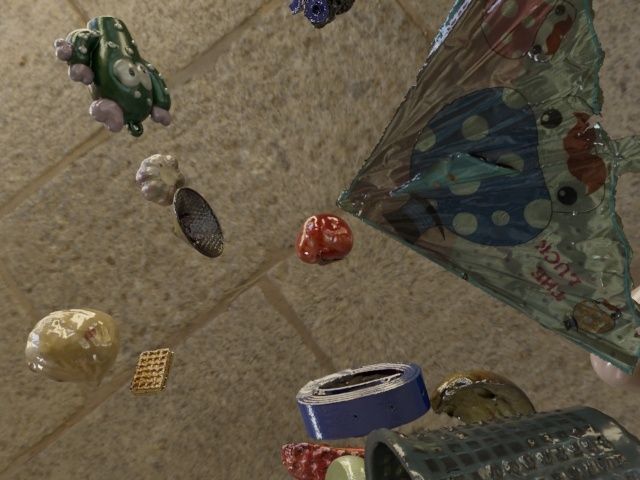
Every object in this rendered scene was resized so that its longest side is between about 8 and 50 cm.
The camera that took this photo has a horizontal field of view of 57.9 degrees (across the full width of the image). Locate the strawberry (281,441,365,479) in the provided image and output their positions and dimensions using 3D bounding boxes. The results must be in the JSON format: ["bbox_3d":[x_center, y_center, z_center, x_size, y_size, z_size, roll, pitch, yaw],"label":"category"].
[{"bbox_3d":[0.048,0.404,0.979,0.237,0.190,0.111,8,73,-8],"label":"strawberry"}]

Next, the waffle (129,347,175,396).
[{"bbox_3d":[-0.495,0.390,1.712,0.103,0.148,0.042,-9,129,8],"label":"waffle"}]

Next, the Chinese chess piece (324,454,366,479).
[{"bbox_3d":[0.032,0.268,0.603,0.034,0.084,0.084,4,86,-21],"label":"Chinese chess piece"}]

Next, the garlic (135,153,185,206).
[{"bbox_3d":[-0.469,-0.173,1.690,0.102,0.147,0.159,-23,66,37],"label":"garlic"}]

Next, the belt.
[{"bbox_3d":[0.113,0.425,1.560,0.347,0.212,0.117,-15,99,10],"label":"belt"}]

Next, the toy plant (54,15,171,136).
[{"bbox_3d":[-0.398,-0.318,1.147,0.113,0.232,0.243,-19,109,28],"label":"toy plant"}]

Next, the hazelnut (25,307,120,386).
[{"bbox_3d":[-0.704,0.316,1.686,0.261,0.261,0.241,-18,80,2],"label":"hazelnut"}]

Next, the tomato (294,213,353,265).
[{"bbox_3d":[0.000,0.000,1.721,0.187,0.187,0.151,-18,85,2],"label":"tomato"}]

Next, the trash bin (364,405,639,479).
[{"bbox_3d":[0.133,0.187,0.375,0.161,0.175,0.175,-14,85,-11],"label":"trash bin"}]

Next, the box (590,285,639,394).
[{"bbox_3d":[0.506,0.149,0.879,0.146,0.088,0.200,18,121,-7],"label":"box"}]

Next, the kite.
[{"bbox_3d":[0.172,-0.056,0.428,0.369,0.014,0.406,-8,115,28],"label":"kite"}]

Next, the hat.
[{"bbox_3d":[-0.327,-0.030,1.437,0.082,0.193,0.193,-27,84,18],"label":"hat"}]

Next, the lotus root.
[{"bbox_3d":[0.446,0.432,1.609,0.210,0.142,0.314,-40,124,15],"label":"lotus root"}]

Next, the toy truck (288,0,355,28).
[{"bbox_3d":[0.017,-0.559,1.188,0.213,0.161,0.177,-31,104,37],"label":"toy truck"}]
